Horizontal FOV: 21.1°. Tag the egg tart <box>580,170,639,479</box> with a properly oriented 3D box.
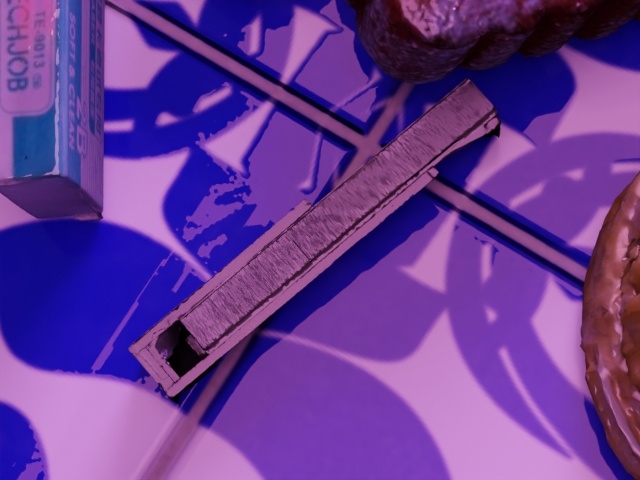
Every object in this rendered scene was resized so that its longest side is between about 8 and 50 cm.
[{"bbox_3d":[0.288,0.037,0.961,0.290,0.107,0.291,-1,78,5],"label":"egg tart"}]

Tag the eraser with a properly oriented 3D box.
[{"bbox_3d":[-0.165,-0.131,1.045,0.052,0.095,0.225,-3,77,9],"label":"eraser"}]

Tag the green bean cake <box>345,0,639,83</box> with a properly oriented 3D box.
[{"bbox_3d":[0.111,-0.206,1.015,0.232,0.097,0.199,-21,83,-15],"label":"green bean cake"}]

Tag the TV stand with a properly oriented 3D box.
[{"bbox_3d":[0.000,0.000,1.025,0.256,0.049,0.040,-40,78,-5],"label":"TV stand"}]
